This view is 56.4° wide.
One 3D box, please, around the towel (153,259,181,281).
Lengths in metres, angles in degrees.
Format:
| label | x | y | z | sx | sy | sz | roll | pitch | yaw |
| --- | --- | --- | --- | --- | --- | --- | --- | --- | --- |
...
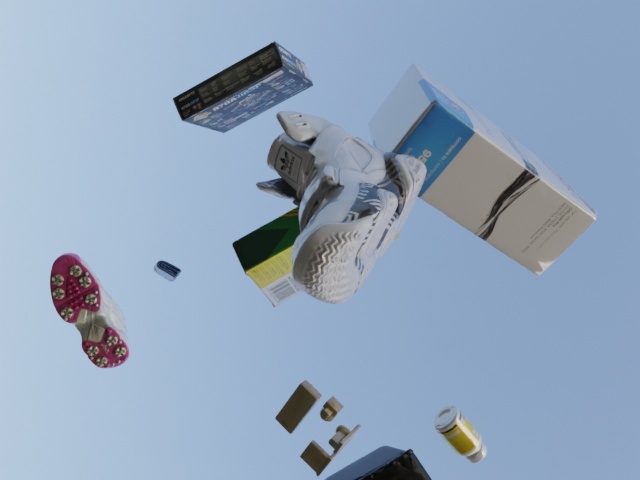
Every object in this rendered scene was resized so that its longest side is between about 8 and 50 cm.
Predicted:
| label | x | y | z | sx | sy | sz | roll | pitch | yaw |
| --- | --- | --- | --- | --- | --- | --- | --- | --- | --- |
| towel | -0.411 | 0.080 | 1.594 | 0.067 | 0.119 | 0.029 | 33 | -108 | -12 |

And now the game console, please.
| label | x | y | z | sx | sy | sz | roll | pitch | yaw |
| --- | --- | --- | --- | --- | --- | --- | --- | --- | --- |
| game console | 0.086 | 0.356 | 0.863 | 0.107 | 0.122 | 0.071 | 54 | -34 | 27 |

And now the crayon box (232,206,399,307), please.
| label | x | y | z | sx | sy | sz | roll | pitch | yaw |
| --- | --- | --- | --- | --- | --- | --- | --- | --- | --- |
| crayon box | 0.000 | 0.000 | 1.243 | 0.318 | 0.202 | 0.081 | -28 | -120 | -1 |

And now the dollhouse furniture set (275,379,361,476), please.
| label | x | y | z | sx | sy | sz | roll | pitch | yaw |
| --- | --- | --- | --- | --- | --- | --- | --- | --- | --- |
| dollhouse furniture set | 0.004 | 0.395 | 1.323 | 0.151 | 0.123 | 0.144 | 40 | -67 | 16 |

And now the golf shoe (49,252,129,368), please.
| label | x | y | z | sx | sy | sz | roll | pitch | yaw |
| --- | --- | --- | --- | --- | --- | --- | --- | --- | --- |
| golf shoe | -0.551 | 0.158 | 1.436 | 0.115 | 0.140 | 0.306 | -17 | -67 | -3 |

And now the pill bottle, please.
| label | x | y | z | sx | sy | sz | roll | pitch | yaw |
| --- | --- | --- | --- | --- | --- | --- | --- | --- | --- |
| pill bottle | 0.291 | 0.403 | 1.233 | 0.065 | 0.065 | 0.116 | -35 | -77 | 28 |

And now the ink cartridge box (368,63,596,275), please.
| label | x | y | z | sx | sy | sz | roll | pitch | yaw |
| --- | --- | --- | --- | --- | --- | --- | --- | --- | --- |
| ink cartridge box | 0.305 | -0.145 | 1.184 | 0.394 | 0.285 | 0.166 | 31 | -66 | -16 |

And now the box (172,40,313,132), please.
| label | x | y | z | sx | sy | sz | roll | pitch | yaw |
| --- | --- | --- | --- | --- | --- | --- | --- | --- | --- |
| box | -0.140 | -0.281 | 1.128 | 0.220 | 0.175 | 0.051 | -24 | -94 | 17 |

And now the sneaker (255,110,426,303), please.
| label | x | y | z | sx | sy | sz | roll | pitch | yaw |
| --- | --- | --- | --- | --- | --- | --- | --- | --- | --- |
| sneaker | -0.003 | -0.056 | 0.766 | 0.210 | 0.366 | 0.137 | 26 | -62 | 12 |
